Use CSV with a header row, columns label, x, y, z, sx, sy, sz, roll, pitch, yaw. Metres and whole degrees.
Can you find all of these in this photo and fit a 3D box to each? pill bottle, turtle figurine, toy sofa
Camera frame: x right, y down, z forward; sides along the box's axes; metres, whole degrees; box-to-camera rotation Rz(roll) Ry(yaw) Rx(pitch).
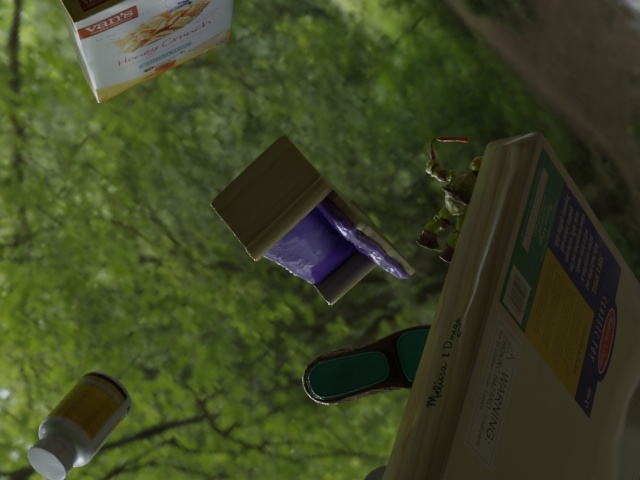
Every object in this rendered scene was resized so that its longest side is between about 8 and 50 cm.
label,x,y,z,sx,sy,sz,roll,pitch,yaw
pill bottle,-0.406,0.312,1.798,0.103,0.103,0.184,40,-138,-3
turtle figurine,0.274,-0.066,1.984,0.270,0.217,0.087,30,-165,30
toy sofa,0.000,0.000,1.621,0.177,0.150,0.362,50,-175,22

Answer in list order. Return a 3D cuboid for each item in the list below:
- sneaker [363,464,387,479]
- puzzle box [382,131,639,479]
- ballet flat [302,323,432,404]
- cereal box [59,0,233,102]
label,x,y,z,sx,sy,sz,roll,pitch,yaw
sneaker,0.173,0.399,1.416,0.269,0.101,0.153,17,145,39
puzzle box,0.165,0.154,0.821,0.052,0.408,0.272,-9,135,39
ballet flat,0.081,0.134,1.183,0.067,0.206,0.073,102,160,-84
cereal box,-0.173,-0.231,1.108,0.047,0.173,0.240,62,170,6
